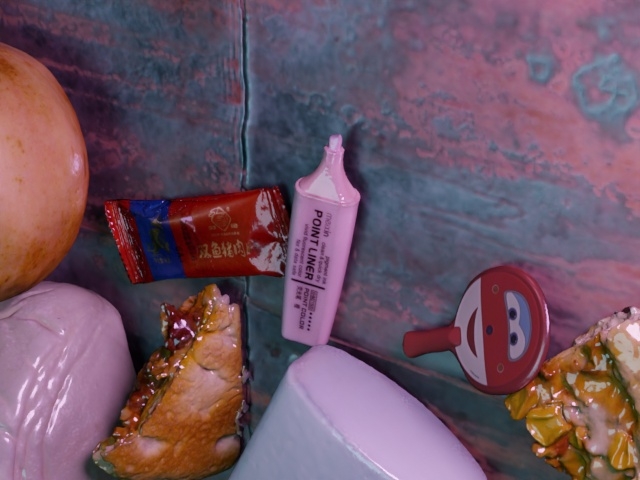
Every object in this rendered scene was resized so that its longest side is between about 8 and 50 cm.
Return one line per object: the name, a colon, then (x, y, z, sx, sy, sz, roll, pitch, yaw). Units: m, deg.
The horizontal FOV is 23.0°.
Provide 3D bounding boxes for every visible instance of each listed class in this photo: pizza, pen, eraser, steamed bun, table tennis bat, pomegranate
pizza: (-0.126, 0.124, 1.387, 0.069, 0.154, 0.194, 30, 107, 46)
pen: (0.000, 0.000, 1.269, 0.053, 0.032, 0.197, 16, 123, 12)
eraser: (0.001, 0.248, 1.342, 0.189, 0.104, 0.290, 42, 130, 18)
steamed bun: (-0.294, 0.238, 1.474, 0.247, 0.236, 0.384, 7, 115, 34)
table tennis bat: (0.120, 0.072, 1.207, 0.154, 0.019, 0.098, -14, 74, 50)
pizza: (0.203, 0.130, 1.162, 0.161, 0.062, 0.182, 18, 122, 37)
pomegranate: (-0.333, -0.075, 1.362, 0.252, 0.229, 0.270, 9, 110, 33)

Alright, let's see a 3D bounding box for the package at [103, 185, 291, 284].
package: (-0.103, -0.002, 1.358, 0.200, 0.022, 0.083, -3, 109, 37)
